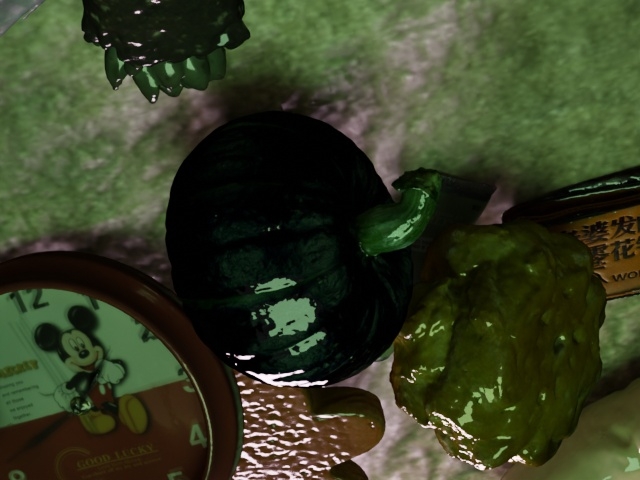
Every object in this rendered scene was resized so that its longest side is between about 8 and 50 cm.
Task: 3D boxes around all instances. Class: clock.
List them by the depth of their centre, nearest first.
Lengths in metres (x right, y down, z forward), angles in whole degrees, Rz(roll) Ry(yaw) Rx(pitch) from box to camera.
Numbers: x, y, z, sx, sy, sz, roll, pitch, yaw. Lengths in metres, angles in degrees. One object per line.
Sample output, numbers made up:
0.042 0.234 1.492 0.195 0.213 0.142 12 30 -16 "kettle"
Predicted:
-0.226 0.155 1.812 0.319 0.080 0.318 7 116 15 "clock"

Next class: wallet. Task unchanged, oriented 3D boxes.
0.280 0.005 1.873 0.196 0.042 0.161 -14 138 3 "wallet"

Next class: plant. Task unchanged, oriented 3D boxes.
-0.125 -0.202 1.477 0.129 0.132 0.194 -8 150 1 "plant"

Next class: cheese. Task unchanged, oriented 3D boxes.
0.343 0.227 2.070 0.328 0.129 0.351 -10 139 -3 "cheese"

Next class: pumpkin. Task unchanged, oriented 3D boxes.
0.000 0.000 1.635 0.248 0.248 0.248 -7 139 -6 "pumpkin"

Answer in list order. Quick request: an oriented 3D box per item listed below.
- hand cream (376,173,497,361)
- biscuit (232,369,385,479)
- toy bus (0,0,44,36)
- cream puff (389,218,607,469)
0.084 0.030 1.853 0.086 0.055 0.235 10 127 -28 "hand cream"
-0.076 0.192 1.979 0.283 0.064 0.432 -20 137 18 "biscuit"
-0.341 -0.164 1.494 0.317 0.112 0.138 -39 143 29 "toy bus"
0.165 0.094 1.780 0.196 0.244 0.244 24 139 14 "cream puff"
